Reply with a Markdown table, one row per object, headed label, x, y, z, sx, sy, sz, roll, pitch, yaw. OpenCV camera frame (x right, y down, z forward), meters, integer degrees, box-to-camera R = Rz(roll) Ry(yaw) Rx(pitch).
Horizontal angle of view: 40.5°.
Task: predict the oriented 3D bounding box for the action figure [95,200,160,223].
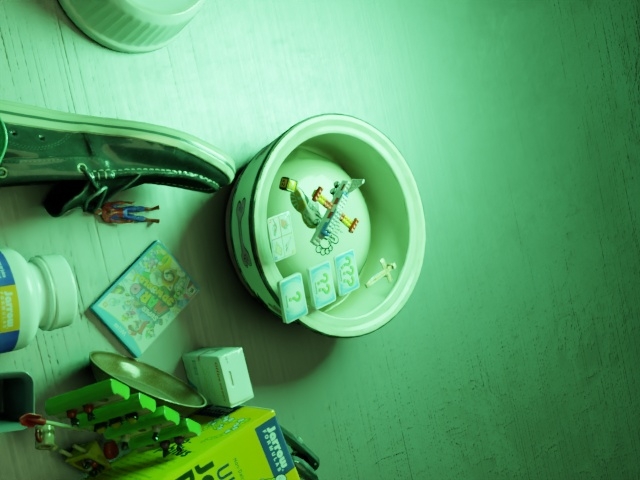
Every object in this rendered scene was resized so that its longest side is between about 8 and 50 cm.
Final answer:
| label | x | y | z | sx | sy | sz | roll | pitch | yaw |
| --- | --- | --- | --- | --- | --- | --- | --- | --- | --- |
| action figure | -0.322 | -0.046 | 1.447 | 0.115 | 0.030 | 0.038 | 1 | 90 | -36 |

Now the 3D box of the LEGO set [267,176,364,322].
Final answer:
| label | x | y | z | sx | sy | sz | roll | pitch | yaw |
| --- | --- | --- | --- | --- | --- | --- | --- | --- | --- |
| LEGO set | 0.000 | 0.000 | 1.463 | 0.182 | 0.060 | 0.244 | -22 | 112 | -37 |

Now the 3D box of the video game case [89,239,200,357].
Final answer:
| label | x | y | z | sx | sy | sz | roll | pitch | yaw |
| --- | --- | --- | --- | --- | --- | --- | --- | --- | --- |
| video game case | -0.292 | 0.097 | 1.464 | 0.166 | 0.015 | 0.119 | -50 | 115 | -30 |

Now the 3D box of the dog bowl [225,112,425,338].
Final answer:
| label | x | y | z | sx | sy | sz | roll | pitch | yaw |
| --- | --- | --- | --- | --- | --- | --- | --- | --- | --- |
| dog bowl | 0.002 | -0.023 | 1.621 | 0.407 | 0.150 | 0.408 | 4 | 84 | -38 |

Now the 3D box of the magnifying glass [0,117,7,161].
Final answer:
| label | x | y | z | sx | sy | sz | roll | pitch | yaw |
| --- | --- | --- | --- | --- | --- | --- | --- | --- | --- |
| magnifying glass | -0.465 | -0.074 | 1.166 | 0.092 | 0.026 | 0.231 | -3 | 89 | -23 |

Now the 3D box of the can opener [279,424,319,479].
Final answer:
| label | x | y | z | sx | sy | sz | roll | pitch | yaw |
| --- | --- | --- | --- | --- | --- | --- | --- | --- | --- |
| can opener | -0.070 | 0.369 | 1.587 | 0.186 | 0.073 | 0.059 | 46 | 68 | -15 |

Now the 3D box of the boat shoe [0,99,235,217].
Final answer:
| label | x | y | z | sx | sy | sz | roll | pitch | yaw |
| --- | --- | --- | --- | --- | --- | --- | --- | --- | --- |
| boat shoe | -0.369 | -0.109 | 1.324 | 0.500 | 0.186 | 0.156 | 5 | 84 | -31 |

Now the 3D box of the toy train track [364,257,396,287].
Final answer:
| label | x | y | z | sx | sy | sz | roll | pitch | yaw |
| --- | --- | --- | --- | --- | --- | --- | --- | --- | --- |
| toy train track | 0.113 | 0.063 | 1.597 | 0.083 | 0.014 | 0.048 | -33 | 106 | -35 |

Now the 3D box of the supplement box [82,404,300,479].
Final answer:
| label | x | y | z | sx | sy | sz | roll | pitch | yaw |
| --- | --- | --- | --- | --- | --- | --- | --- | --- | --- |
| supplement box | -0.225 | 0.427 | 1.371 | 0.356 | 0.195 | 0.194 | -27 | 103 | -37 |

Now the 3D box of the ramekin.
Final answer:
| label | x | y | z | sx | sy | sz | roll | pitch | yaw |
| --- | --- | --- | --- | --- | --- | --- | --- | --- | --- |
| ramekin | -0.301 | -0.457 | 1.439 | 0.272 | 0.127 | 0.273 | 4 | 84 | -38 |

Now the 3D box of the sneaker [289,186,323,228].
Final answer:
| label | x | y | z | sx | sy | sz | roll | pitch | yaw |
| --- | --- | --- | --- | --- | --- | --- | --- | --- | --- |
| sneaker | -0.024 | -0.061 | 1.494 | 0.037 | 0.031 | 0.083 | -49 | 125 | -37 |

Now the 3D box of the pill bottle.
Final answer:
| label | x | y | z | sx | sy | sz | roll | pitch | yaw |
| --- | --- | --- | --- | --- | --- | --- | --- | --- | --- |
| pill bottle | -0.492 | 0.092 | 1.222 | 0.272 | 0.152 | 0.152 | -9 | 91 | -37 |

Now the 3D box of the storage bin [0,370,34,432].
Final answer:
| label | x | y | z | sx | sy | sz | roll | pitch | yaw |
| --- | --- | --- | --- | --- | --- | --- | --- | --- | --- |
| storage bin | -0.492 | 0.237 | 1.247 | 0.135 | 0.091 | 0.098 | 0 | 85 | -37 |

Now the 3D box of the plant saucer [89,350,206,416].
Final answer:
| label | x | y | z | sx | sy | sz | roll | pitch | yaw |
| --- | --- | --- | --- | --- | --- | --- | --- | --- | --- |
| plant saucer | -0.276 | 0.230 | 1.360 | 0.198 | 0.198 | 0.036 | 25 | 90 | -34 |

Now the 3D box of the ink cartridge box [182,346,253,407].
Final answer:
| label | x | y | z | sx | sy | sz | roll | pitch | yaw |
| --- | --- | --- | --- | --- | --- | --- | --- | --- | --- |
| ink cartridge box | -0.174 | 0.230 | 1.474 | 0.052 | 0.122 | 0.089 | -18 | 97 | -37 |

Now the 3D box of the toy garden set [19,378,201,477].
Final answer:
| label | x | y | z | sx | sy | sz | roll | pitch | yaw |
| --- | --- | --- | --- | --- | --- | --- | --- | --- | --- |
| toy garden set | -0.320 | 0.287 | 1.266 | 0.244 | 0.203 | 0.049 | 48 | 27 | -55 |
